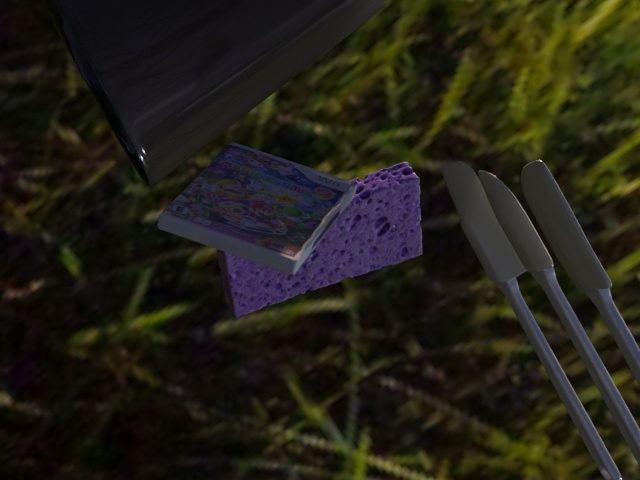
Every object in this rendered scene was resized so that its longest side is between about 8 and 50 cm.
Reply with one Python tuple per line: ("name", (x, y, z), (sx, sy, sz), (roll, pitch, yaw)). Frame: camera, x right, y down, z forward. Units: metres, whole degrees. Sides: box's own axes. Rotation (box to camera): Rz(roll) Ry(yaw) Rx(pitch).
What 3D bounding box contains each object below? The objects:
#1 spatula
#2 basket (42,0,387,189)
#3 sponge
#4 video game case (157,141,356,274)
("spatula", (0.158, 0.056, 1.131), (0.019, 0.168, 0.242), (-34, 101, -18))
("basket", (-0.078, -0.181, 1.392), (0.204, 0.227, 0.154), (62, -8, -17))
("sponge", (0.000, 0.000, 1.844), (0.210, 0.117, 0.031), (-19, 50, -13))
("video game case", (-0.036, -0.021, 1.117), (0.087, 0.011, 0.122), (19, 28, 11))
